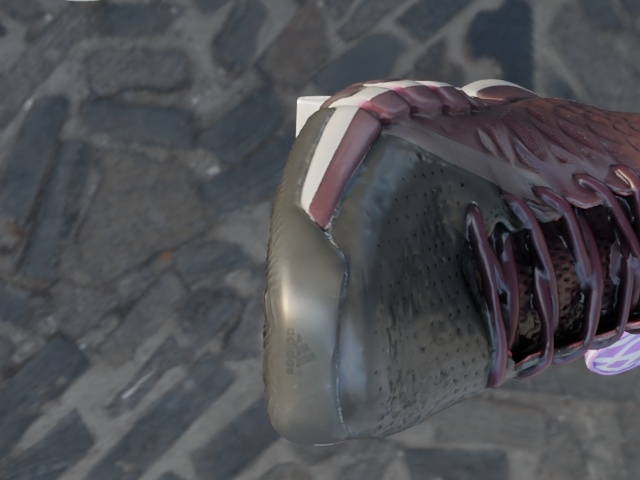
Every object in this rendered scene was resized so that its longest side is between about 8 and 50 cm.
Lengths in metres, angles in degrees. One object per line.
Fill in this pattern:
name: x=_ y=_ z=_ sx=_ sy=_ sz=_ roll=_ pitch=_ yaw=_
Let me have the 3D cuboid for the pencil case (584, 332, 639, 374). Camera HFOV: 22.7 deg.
pencil case: x=0.255 y=0.024 z=1.501 sx=0.088 sy=0.086 sz=0.206 roll=-23 pitch=62 yaw=7

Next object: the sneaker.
sneaker: x=0.096 y=-0.004 z=0.529 sx=0.281 sy=0.162 sz=0.106 roll=-36 pitch=128 yaw=-63

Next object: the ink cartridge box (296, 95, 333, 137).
ink cartridge box: x=0.046 y=-0.082 z=1.799 sx=0.093 sy=0.219 sz=0.160 roll=3 pitch=94 yaw=16
